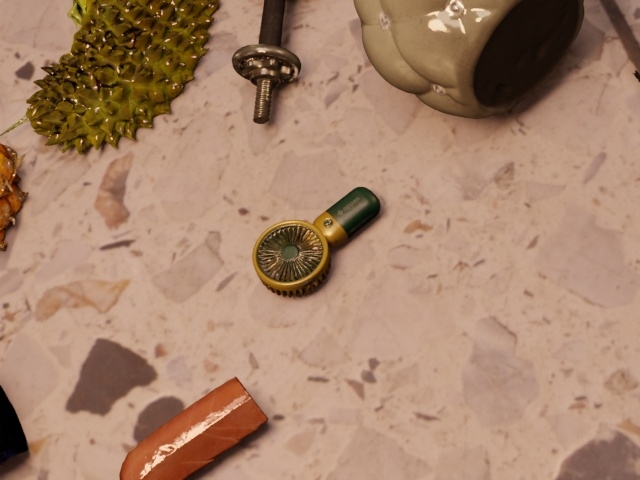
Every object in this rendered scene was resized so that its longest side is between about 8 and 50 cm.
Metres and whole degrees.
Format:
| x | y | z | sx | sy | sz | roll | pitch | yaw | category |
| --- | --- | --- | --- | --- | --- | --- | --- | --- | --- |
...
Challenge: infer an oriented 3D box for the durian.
| x | y | z | sx | sy | sz | roll | pitch | yaw | category |
| --- | --- | --- | --- | --- | --- | --- | --- | --- | --- |
| -0.227 | -0.251 | 2.037 | 0.169 | 0.157 | 0.355 | -11 | 50 | 50 | durian |

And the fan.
| x | y | z | sx | sy | sz | roll | pitch | yaw | category |
| --- | --- | --- | --- | --- | --- | --- | --- | --- | --- |
| 0.000 | 0.000 | 1.856 | 0.155 | 0.039 | 0.082 | -37 | 59 | -11 | fan |

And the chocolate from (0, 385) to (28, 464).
| x | y | z | sx | sy | sz | roll | pitch | yaw | category |
| --- | --- | --- | --- | --- | --- | --- | --- | --- | --- |
| -0.453 | 0.265 | 1.774 | 0.343 | 0.126 | 0.148 | -37 | 101 | -5 | chocolate |

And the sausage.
| x | y | z | sx | sy | sz | roll | pitch | yaw | category |
| --- | --- | --- | --- | --- | --- | --- | --- | --- | --- |
| -0.136 | 0.209 | 1.759 | 0.169 | 0.065 | 0.065 | -35 | 59 | -7 | sausage |

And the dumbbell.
| x | y | z | sx | sy | sz | roll | pitch | yaw | category |
| --- | --- | --- | --- | --- | --- | --- | --- | --- | --- |
| -0.056 | -0.249 | 1.982 | 0.110 | 0.110 | 0.254 | 1 | 68 | 14 | dumbbell |

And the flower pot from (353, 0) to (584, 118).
| x | y | z | sx | sy | sz | roll | pitch | yaw | category |
| --- | --- | --- | --- | --- | --- | --- | --- | --- | --- |
| 0.153 | -0.256 | 1.851 | 0.246 | 0.246 | 0.195 | -41 | 60 | -11 | flower pot |

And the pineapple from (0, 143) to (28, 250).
| x | y | z | sx | sy | sz | roll | pitch | yaw | category |
| --- | --- | --- | --- | --- | --- | --- | --- | --- | --- |
| -0.385 | -0.048 | 1.969 | 0.116 | 0.069 | 0.137 | -2 | 51 | 19 | pineapple |
